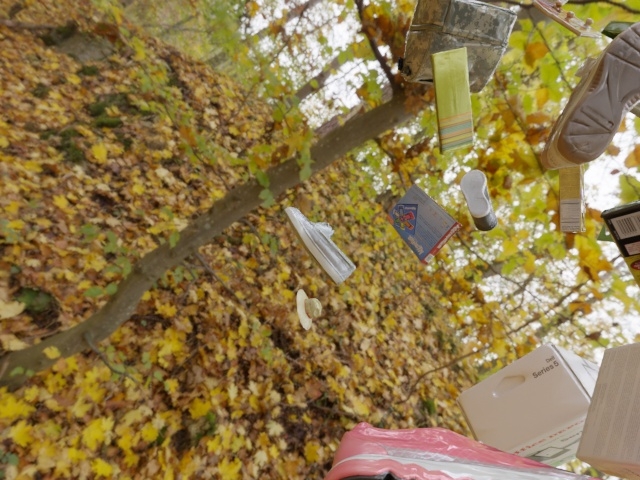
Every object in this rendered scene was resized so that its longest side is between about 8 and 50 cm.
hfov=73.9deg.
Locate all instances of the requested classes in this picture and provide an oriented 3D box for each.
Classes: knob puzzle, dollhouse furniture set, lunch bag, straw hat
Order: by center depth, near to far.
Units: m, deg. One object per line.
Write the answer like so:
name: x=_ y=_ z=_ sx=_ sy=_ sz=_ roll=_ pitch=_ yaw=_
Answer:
knob puzzle: x=0.620 y=-0.584 z=1.085 sx=0.213 sy=0.213 sz=0.030 roll=49 pitch=-43 yaw=20
dollhouse furniture set: x=0.975 y=-0.506 z=1.307 sx=0.302 sy=0.197 sz=0.151 roll=27 pitch=27 yaw=-5
lunch bag: x=0.426 y=-0.624 z=1.374 sx=0.212 sy=0.306 sz=0.255 roll=-123 pitch=-139 yaw=-61
straw hat: x=-0.030 y=0.238 z=1.499 sx=0.144 sy=0.061 sz=0.144 roll=-14 pitch=90 yaw=-74

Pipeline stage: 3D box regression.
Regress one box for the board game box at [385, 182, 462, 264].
board game box: x=0.292 y=-0.057 z=1.251 sx=0.027 sy=0.145 sz=0.281 roll=31 pitch=18 yaw=-27

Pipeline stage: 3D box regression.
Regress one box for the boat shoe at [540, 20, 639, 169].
boat shoe: x=0.552 y=-0.285 z=0.833 sx=0.122 sy=0.341 sz=0.110 roll=41 pitch=-5 yaw=2

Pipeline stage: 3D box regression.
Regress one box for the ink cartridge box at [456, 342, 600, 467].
ink cartridge box: x=0.407 y=0.301 z=0.747 sx=0.273 sy=0.198 sz=0.114 roll=25 pitch=32 yaw=-36

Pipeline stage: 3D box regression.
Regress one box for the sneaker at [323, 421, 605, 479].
sneaker: x=0.160 y=0.233 z=0.410 sx=0.314 sy=0.115 sz=0.136 roll=9 pitch=11 yaw=6

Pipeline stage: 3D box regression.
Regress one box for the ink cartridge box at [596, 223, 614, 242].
ink cartridge box: x=0.939 y=-0.023 z=1.239 sx=0.062 sy=0.108 sz=0.209 roll=25 pitch=-2 yaw=-20

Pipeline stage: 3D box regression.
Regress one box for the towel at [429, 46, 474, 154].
towel: x=0.321 y=-0.335 z=1.034 sx=0.021 sy=0.102 sz=0.237 roll=-149 pitch=-136 yaw=-63

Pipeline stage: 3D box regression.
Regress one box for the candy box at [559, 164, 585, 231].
candy box: x=0.662 y=-0.114 z=1.116 sx=0.053 sy=0.186 sz=0.109 roll=1 pitch=2 yaw=36

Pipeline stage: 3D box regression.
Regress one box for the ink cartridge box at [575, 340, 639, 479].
ink cartridge box: x=0.349 y=0.170 z=0.433 sx=0.045 sy=0.145 sz=0.179 roll=28 pitch=-20 yaw=6

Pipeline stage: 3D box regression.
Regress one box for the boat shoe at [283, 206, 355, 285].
boat shoe: x=0.000 y=0.000 z=1.042 sx=0.227 sy=0.081 sz=0.079 roll=53 pitch=-10 yaw=3

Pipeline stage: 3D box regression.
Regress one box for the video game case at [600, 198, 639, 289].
video game case: x=0.724 y=0.011 z=0.788 sx=0.275 sy=0.035 sz=0.248 roll=-25 pitch=-81 yaw=51

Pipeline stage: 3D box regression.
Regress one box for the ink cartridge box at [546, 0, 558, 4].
ink cartridge box: x=0.707 y=-0.770 z=1.279 sx=0.109 sy=0.063 sz=0.150 roll=62 pitch=17 yaw=-3

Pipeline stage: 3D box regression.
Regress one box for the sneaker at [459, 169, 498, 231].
sneaker: x=0.643 y=-0.155 z=1.727 sx=0.146 sy=0.105 sz=0.295 roll=54 pitch=30 yaw=-37
